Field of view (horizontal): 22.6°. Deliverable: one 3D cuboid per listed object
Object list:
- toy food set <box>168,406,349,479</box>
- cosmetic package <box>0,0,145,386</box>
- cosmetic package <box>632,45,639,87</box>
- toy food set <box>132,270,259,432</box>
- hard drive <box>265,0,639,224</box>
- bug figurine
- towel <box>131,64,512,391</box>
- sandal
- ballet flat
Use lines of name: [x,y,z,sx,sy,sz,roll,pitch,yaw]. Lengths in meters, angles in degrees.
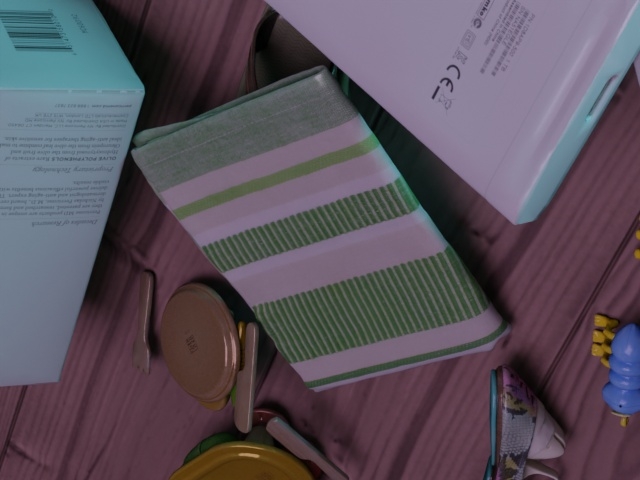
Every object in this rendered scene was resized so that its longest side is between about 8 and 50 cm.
toy food set: [-0.065,0.230,1.664,0.128,0.071,0.218,37,132,-22]
cosmetic package: [-0.310,-0.050,1.551,0.197,0.155,0.365,58,139,40]
cosmetic package: [0.382,-0.027,1.157,0.217,0.156,0.385,-15,90,45]
toy food set: [-0.116,0.106,1.625,0.192,0.039,0.132,24,115,42]
hard drive: [0.091,-0.211,1.246,0.353,0.047,0.233,44,125,28]
bug figurine: [0.354,0.084,1.351,0.279,0.072,0.216,9,118,25]
towel: [0.000,0.000,1.468,0.248,0.038,0.325,-17,121,37]
sandal: [-0.025,-0.150,1.431,0.120,0.086,0.302,24,124,17]
ballet flat: [0.188,0.209,1.513,0.079,0.077,0.221,7,123,5]
